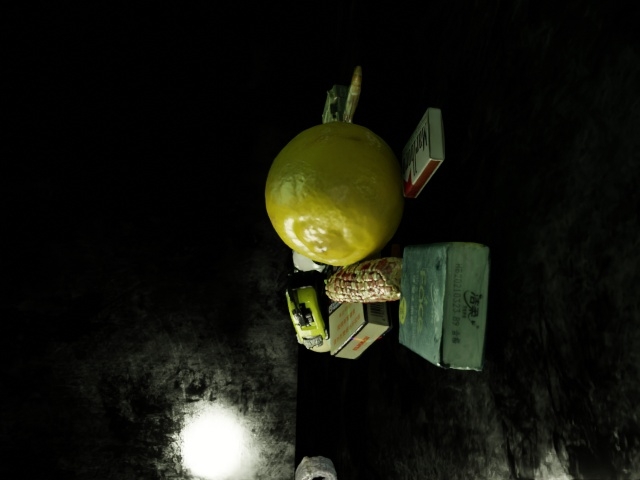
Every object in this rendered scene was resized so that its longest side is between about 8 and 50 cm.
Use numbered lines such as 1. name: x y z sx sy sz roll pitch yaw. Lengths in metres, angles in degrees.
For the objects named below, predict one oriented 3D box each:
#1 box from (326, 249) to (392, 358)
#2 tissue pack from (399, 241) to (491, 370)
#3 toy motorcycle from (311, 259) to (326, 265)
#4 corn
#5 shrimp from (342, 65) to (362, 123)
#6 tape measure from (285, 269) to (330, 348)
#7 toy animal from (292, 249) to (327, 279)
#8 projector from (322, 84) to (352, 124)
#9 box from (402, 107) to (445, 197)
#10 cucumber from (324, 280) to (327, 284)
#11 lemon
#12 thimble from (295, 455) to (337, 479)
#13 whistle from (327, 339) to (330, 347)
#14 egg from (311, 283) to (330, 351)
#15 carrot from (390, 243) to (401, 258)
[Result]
1. box: 0.096 0.130 1.558 0.198 0.084 0.310 126 150 -47
2. tissue pack: 0.197 0.098 0.972 0.257 0.081 0.185 165 108 -84
3. toy motorcycle: 0.044 -0.022 1.770 0.315 0.113 0.169 -43 -18 -47
4. corn: 0.105 0.097 1.347 0.290 0.098 0.098 -20 66 61
5. shrimp: 0.110 -0.501 2.067 0.150 0.051 0.217 -97 19 -69
6. tape measure: -0.029 0.175 1.659 0.199 0.112 0.186 -86 -21 -58
7. toy animal: -0.006 0.002 2.120 0.212 0.212 0.267 -105 13 -68
8. projector: 0.060 -0.442 2.252 0.194 0.088 0.270 106 165 -49
9. box: 0.206 -0.172 1.197 0.177 0.035 0.115 114 158 -69
10. cucumber: 0.027 0.073 2.376 0.078 0.062 0.211 104 166 -59
11. lemon: 0.038 -0.112 1.372 0.348 0.347 0.348 -177 90 -83
12. thimble: -0.016 0.829 2.054 0.098 0.150 0.150 -107 21 -71
13. whistle: 0.099 0.265 1.677 0.223 0.122 0.123 -28 56 57
14. egg: 0.008 0.254 1.970 0.242 0.186 0.186 -83 2 -45
15. carrot: 0.174 0.052 1.370 0.032 0.032 0.093 107 170 -61
